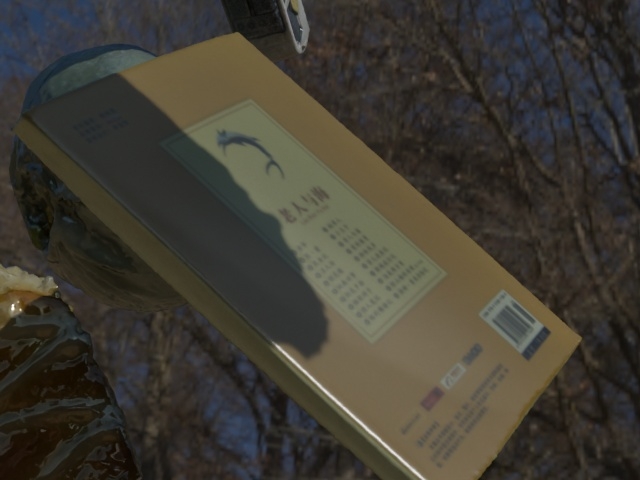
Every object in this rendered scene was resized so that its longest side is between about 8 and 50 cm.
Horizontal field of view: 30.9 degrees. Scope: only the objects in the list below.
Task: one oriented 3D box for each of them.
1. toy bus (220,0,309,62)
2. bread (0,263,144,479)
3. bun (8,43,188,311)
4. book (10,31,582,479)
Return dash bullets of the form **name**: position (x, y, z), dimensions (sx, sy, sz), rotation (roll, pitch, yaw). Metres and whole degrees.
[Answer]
- **toy bus**: position (-0.098, -0.382, 1.448), dimensions (0.097, 0.138, 0.342), rotation (-11, -57, 10)
- **bread**: position (-0.350, 0.252, 1.069), dimensions (0.390, 0.371, 0.279), rotation (-26, -24, -10)
- **bun**: position (-0.266, -0.070, 1.471), dimensions (0.211, 0.362, 0.362), rotation (-17, -22, -37)
- **book**: position (0.000, 0.000, 0.845), dimensions (0.389, 0.269, 0.032), rotation (43, -53, 11)
